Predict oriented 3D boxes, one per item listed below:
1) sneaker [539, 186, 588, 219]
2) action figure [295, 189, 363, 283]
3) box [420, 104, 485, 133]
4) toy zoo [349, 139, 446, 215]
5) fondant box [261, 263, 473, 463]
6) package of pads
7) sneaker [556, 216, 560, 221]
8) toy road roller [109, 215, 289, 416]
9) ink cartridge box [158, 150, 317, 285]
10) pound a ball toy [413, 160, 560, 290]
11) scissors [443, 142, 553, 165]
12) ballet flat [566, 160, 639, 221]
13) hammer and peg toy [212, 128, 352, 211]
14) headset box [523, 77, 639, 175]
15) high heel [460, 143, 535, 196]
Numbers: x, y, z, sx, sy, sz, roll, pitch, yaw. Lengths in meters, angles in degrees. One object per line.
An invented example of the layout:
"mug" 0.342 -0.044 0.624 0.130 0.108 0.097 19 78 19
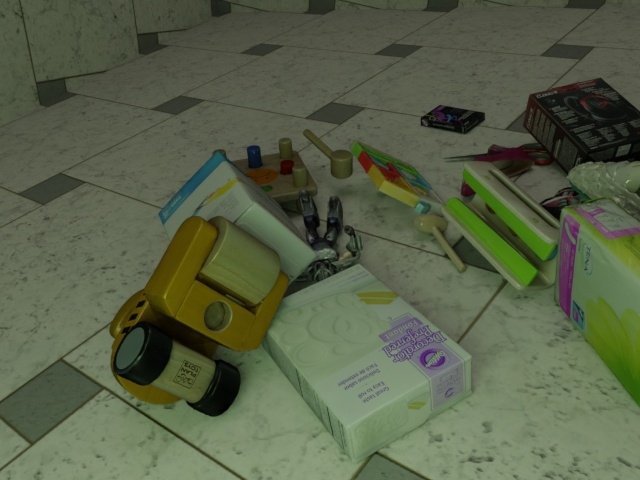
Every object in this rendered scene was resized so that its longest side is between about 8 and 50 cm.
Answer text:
"sneaker" 0.557 -0.084 1.408 0.178 0.072 0.077 -10 26 -24
"action figure" 0.000 0.000 1.378 0.185 0.099 0.285 -3 36 0
"box" 0.409 -0.376 1.909 0.162 0.029 0.116 21 44 36
"toy zoo" 0.195 -0.147 1.516 0.192 0.030 0.293 20 24 -25
"fondant box" 0.064 0.191 1.072 0.238 0.096 0.330 -24 37 -21
"package of pads" 0.496 0.086 1.006 0.101 0.229 0.296 -12 34 -5
"sneaker" 0.504 -0.021 1.322 0.170 0.063 0.075 7 34 18
"toy road roller" -0.237 0.124 1.086 0.241 0.202 0.329 9 67 52
"ink cartridge box" -0.178 -0.014 1.285 0.197 0.198 0.270 -45 37 4
"pound a ball toy" 0.362 -0.019 1.290 0.136 0.208 0.319 -1 38 -33
"scissors" 0.495 -0.238 1.693 0.297 0.021 0.109 4 38 21
"ballet flat" 0.693 -0.082 1.250 0.147 0.147 0.409 -23 45 -20
"hammer and peg toy" -0.107 -0.172 1.634 0.361 0.127 0.266 -12 33 -11
"headset box" 0.684 -0.297 1.593 0.218 0.110 0.293 -15 48 -10
"high heel" 0.444 -0.166 1.553 0.117 0.082 0.244 24 40 27
